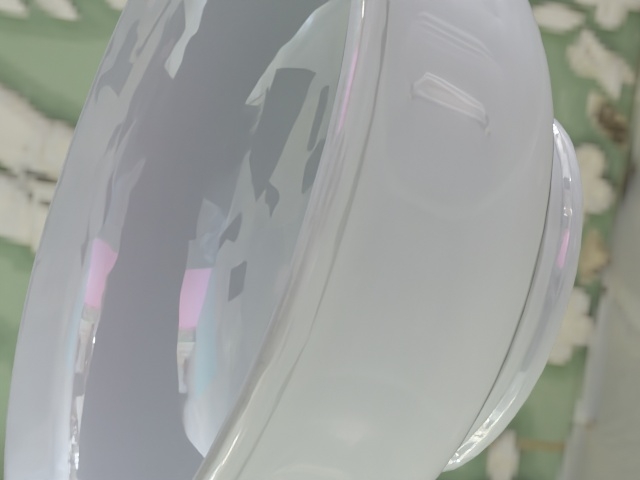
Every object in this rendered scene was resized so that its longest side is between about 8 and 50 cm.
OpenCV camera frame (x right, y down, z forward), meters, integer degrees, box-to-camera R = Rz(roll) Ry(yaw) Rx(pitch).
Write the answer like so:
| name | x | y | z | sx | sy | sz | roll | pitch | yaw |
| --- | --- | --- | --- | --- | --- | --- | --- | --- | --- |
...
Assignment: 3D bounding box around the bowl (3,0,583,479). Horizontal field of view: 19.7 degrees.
| name | x | y | z | sx | sy | sz | roll | pitch | yaw |
| --- | --- | --- | --- | --- | --- | --- | --- | --- | --- |
| bowl | 0.000 | 0.000 | 0.661 | 0.298 | 0.134 | 0.298 | -49 | -149 | 43 |
